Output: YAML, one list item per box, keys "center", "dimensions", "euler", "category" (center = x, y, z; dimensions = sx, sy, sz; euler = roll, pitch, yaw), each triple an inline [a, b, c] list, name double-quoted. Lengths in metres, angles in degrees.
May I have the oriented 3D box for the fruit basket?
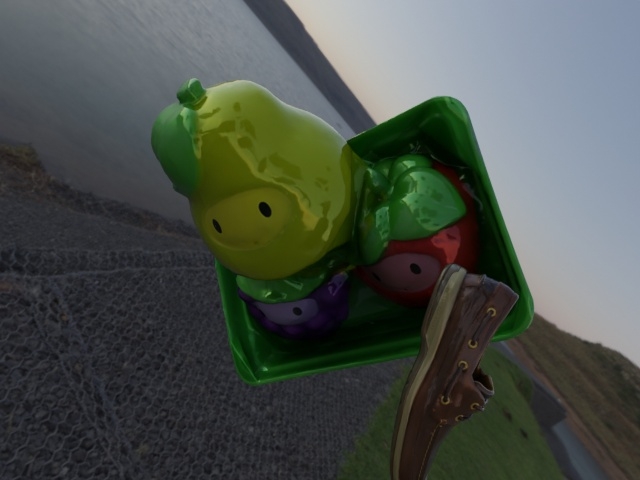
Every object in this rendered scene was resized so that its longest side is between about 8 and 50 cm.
- center: [0.000, 0.000, 0.468]
  dimensions: [0.392, 0.392, 0.283]
  euler: [17, 57, -67]
  category: "fruit basket"

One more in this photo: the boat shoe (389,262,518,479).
- center: [0.097, 0.109, 0.321]
  dimensions: [0.060, 0.178, 0.064]
  euler: [17, 4, 23]
  category: "boat shoe"
